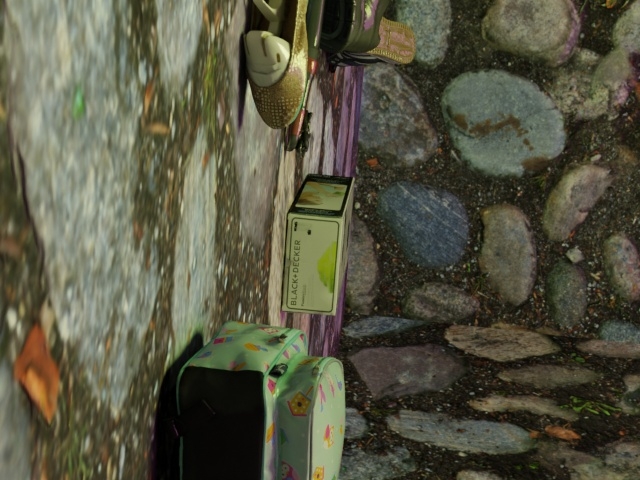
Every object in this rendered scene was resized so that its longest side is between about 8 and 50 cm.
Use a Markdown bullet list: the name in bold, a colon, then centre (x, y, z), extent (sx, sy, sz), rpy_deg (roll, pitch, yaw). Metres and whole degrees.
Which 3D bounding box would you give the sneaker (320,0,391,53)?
- **sneaker**: centre (0.063, -0.430, 1.538), extent (0.130, 0.109, 0.286), rpy_deg (-1, 106, -52)

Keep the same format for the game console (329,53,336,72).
- **game console**: centre (0.069, -0.422, 2.018), extent (0.124, 0.085, 0.144), rpy_deg (-76, 170, -64)

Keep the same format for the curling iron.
- **curling iron**: centre (-0.020, -0.253, 1.398), extent (0.068, 0.035, 0.273), rpy_deg (-83, 179, -86)

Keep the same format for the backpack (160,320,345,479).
- **backpack**: centre (-0.051, 0.157, 0.852), extent (0.188, 0.145, 0.165), rpy_deg (-80, 169, -75)

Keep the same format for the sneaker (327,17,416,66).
- **sneaker**: centre (0.048, -0.390, 1.848), extent (0.282, 0.153, 0.099), rpy_deg (12, 86, -55)

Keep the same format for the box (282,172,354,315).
- **box**: centre (0.000, 0.000, 1.665), extent (0.290, 0.087, 0.169), rpy_deg (-69, 164, -74)

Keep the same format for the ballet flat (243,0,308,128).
- **ballet flat**: centre (-0.049, -0.216, 0.977), extent (0.067, 0.073, 0.206), rpy_deg (5, 88, -59)
